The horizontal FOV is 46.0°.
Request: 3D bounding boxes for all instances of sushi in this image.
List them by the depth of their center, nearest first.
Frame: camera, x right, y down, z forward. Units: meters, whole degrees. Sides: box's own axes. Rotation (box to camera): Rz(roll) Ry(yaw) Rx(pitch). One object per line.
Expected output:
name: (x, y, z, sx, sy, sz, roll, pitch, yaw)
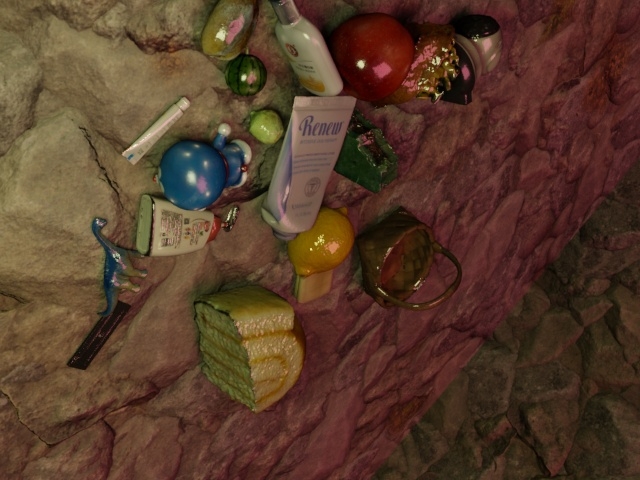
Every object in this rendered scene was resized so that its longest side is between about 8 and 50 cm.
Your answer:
sushi: (0.251, -0.470, 2.055, 0.179, 0.167, 0.296, 26, 106, -41)

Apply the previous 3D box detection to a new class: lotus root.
lotus root: (-0.188, -0.482, 1.645, 0.192, 0.088, 0.113, -59, 160, 7)

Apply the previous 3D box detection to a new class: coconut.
coconut: (-0.137, -0.286, 1.870, 0.088, 0.096, 0.088, -45, -177, 3)

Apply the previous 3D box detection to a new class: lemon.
lemon: (0.000, 0.000, 2.175, 0.244, 0.187, 0.187, -55, 144, -5)

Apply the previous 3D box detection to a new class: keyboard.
keyboard: (-0.556, 0.238, 1.898, 0.204, 0.013, 0.061, -54, 145, 1)

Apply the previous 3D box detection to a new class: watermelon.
watermelon: (-0.171, -0.384, 1.735, 0.109, 0.109, 0.109, -29, 138, -30)

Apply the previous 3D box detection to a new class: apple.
apple: (0.123, -0.461, 1.897, 0.201, 0.218, 0.218, -57, 145, -9)

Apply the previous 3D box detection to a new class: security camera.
security camera: (0.424, -0.544, 2.197, 0.277, 0.197, 0.191, -38, 133, -30)

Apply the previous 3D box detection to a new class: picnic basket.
picnic basket: (0.303, 0.103, 2.483, 0.293, 0.337, 0.337, -37, 141, -21)

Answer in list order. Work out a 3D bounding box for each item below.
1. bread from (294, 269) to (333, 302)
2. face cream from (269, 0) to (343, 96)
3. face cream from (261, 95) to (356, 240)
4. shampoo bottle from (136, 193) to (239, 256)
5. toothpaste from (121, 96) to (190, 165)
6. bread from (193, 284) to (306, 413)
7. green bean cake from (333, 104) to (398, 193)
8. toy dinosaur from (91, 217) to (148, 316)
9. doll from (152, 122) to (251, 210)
bread: (-0.016, 0.101, 2.343, 0.140, 0.060, 0.178, -18, 132, -37)
face cream: (-0.041, -0.463, 1.773, 0.071, 0.144, 0.291, -49, 143, -15)
face cream: (-0.045, -0.189, 1.995, 0.235, 0.137, 0.420, -11, 129, -45)
shampoo bottle: (-0.323, -0.040, 1.877, 0.284, 0.071, 0.153, -6, 110, -50)
toothpaste: (-0.365, -0.248, 1.693, 0.190, 0.031, 0.048, -46, 147, -4)
bread: (-0.186, 0.268, 2.155, 0.264, 0.239, 0.395, -33, 138, -33)
green bean cake: (0.124, -0.255, 2.081, 0.107, 0.208, 0.193, -29, 140, -34)
toy dinosaur: (-0.512, 0.074, 1.788, 0.188, 0.075, 0.247, 24, 105, -45)
doll: (-0.273, -0.169, 1.778, 0.257, 0.161, 0.215, -23, 123, -58)
